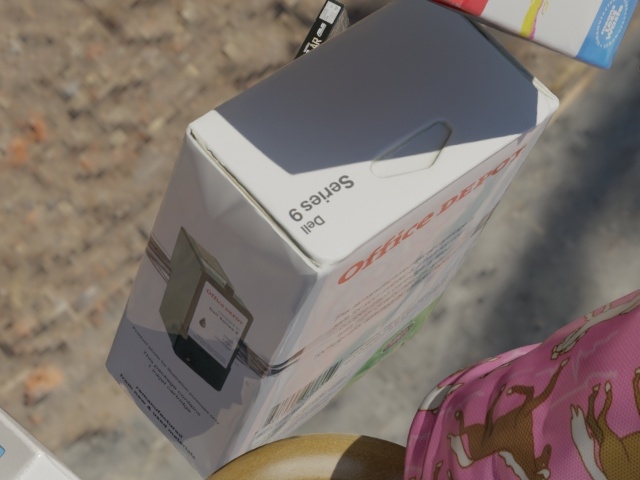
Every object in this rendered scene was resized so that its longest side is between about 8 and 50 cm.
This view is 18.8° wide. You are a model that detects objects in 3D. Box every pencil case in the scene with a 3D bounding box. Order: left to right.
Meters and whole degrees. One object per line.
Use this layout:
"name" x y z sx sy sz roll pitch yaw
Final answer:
"pencil case" 0.193 0.071 0.888 0.167 0.160 0.386 18 148 -27

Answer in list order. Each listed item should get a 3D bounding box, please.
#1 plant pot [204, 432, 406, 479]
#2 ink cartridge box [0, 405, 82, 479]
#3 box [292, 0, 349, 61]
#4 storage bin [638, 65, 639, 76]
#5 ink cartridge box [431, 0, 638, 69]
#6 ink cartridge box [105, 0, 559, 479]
"plant pot" 0.005 0.228 1.092 0.236 0.236 0.032 -48 170 9
"ink cartridge box" -0.331 0.215 1.426 0.261 0.296 0.066 -51 126 -8
"box" -0.002 -0.169 1.717 0.083 0.018 0.067 -62 173 -5
"storage bin" 0.362 -0.126 1.599 0.122 0.084 0.180 -5 173 -26
"ink cartridge box" 0.094 -0.175 0.961 0.231 0.078 0.134 9 105 -59
"ink cartridge box" 0.000 0.000 1.210 0.211 0.121 0.289 -35 164 -32
